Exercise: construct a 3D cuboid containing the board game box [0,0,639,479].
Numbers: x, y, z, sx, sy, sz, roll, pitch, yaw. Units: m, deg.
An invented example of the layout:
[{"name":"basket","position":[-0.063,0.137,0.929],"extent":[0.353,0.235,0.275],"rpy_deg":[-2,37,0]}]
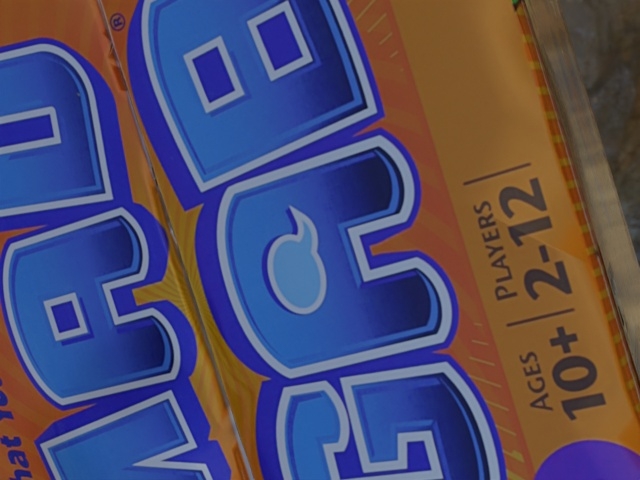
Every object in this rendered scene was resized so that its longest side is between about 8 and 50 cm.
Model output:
[{"name":"board game box","position":[0.000,0.000,0.556],"extent":[0.356,0.356,0.356],"rpy_deg":[-23,-84,-68]}]
